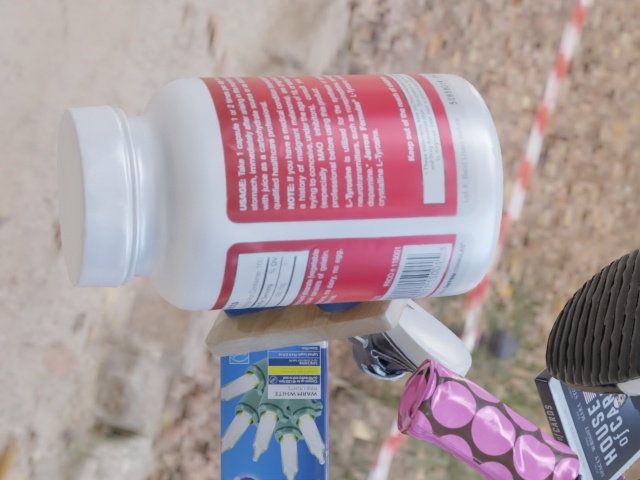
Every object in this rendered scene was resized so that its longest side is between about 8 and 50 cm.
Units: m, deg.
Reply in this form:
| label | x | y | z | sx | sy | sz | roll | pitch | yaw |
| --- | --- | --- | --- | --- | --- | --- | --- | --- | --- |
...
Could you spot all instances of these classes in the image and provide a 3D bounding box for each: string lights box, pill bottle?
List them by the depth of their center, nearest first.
| label | x | y | z | sx | sy | sz | roll | pitch | yaw |
| --- | --- | --- | --- | --- | --- | --- | --- | --- | --- |
| pill bottle | -0.045 | -0.049 | 1.623 | 0.229 | 0.408 | 0.229 | 178 | -90 | -73 |
| string lights box | -0.056 | 0.228 | 2.043 | 0.077 | 0.133 | 0.259 | 32 | 57 | -87 |

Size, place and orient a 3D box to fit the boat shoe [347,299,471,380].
| label | x | y | z | sx | sy | sz | roll | pitch | yaw |
| --- | --- | --- | --- | --- | --- | --- | --- | --- | --- |
| boat shoe | 0.088 | 0.131 | 2.091 | 0.108 | 0.301 | 0.102 | 20 | 101 | -32 |

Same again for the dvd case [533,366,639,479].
| label | x | y | z | sx | sy | sz | roll | pitch | yaw |
| --- | --- | --- | --- | --- | --- | --- | --- | --- | --- |
| dvd case | 0.358 | 0.173 | 1.953 | 0.239 | 0.029 | 0.179 | -37 | 118 | -32 |

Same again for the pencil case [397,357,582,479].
| label | x | y | z | sx | sy | sz | roll | pitch | yaw |
| --- | --- | --- | --- | --- | --- | --- | --- | --- | --- |
| pencil case | 0.177 | 0.218 | 1.760 | 0.098 | 0.209 | 0.095 | -62 | -172 | -33 |

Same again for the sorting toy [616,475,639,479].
| label | x | y | z | sx | sy | sz | roll | pitch | yaw |
| --- | --- | --- | --- | --- | --- | --- | --- | --- | --- |
| sorting toy | 0.464 | 0.365 | 2.426 | 0.042 | 0.102 | 0.061 | -57 | 164 | -2 |

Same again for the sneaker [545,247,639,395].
| label | x | y | z | sx | sy | sz | roll | pitch | yaw |
| --- | --- | --- | --- | --- | --- | --- | --- | --- | --- |
| sneaker | 0.307 | 0.065 | 1.098 | 0.146 | 0.330 | 0.122 | 43 | 49 | -30 |

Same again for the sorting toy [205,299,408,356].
| label | x | y | z | sx | sy | sz | roll | pitch | yaw |
| --- | --- | --- | --- | --- | --- | --- | --- | --- | --- |
| sorting toy | 0.000 | 0.000 | 1.902 | 0.089 | 0.255 | 0.257 | 57 | 40 | -29 |
